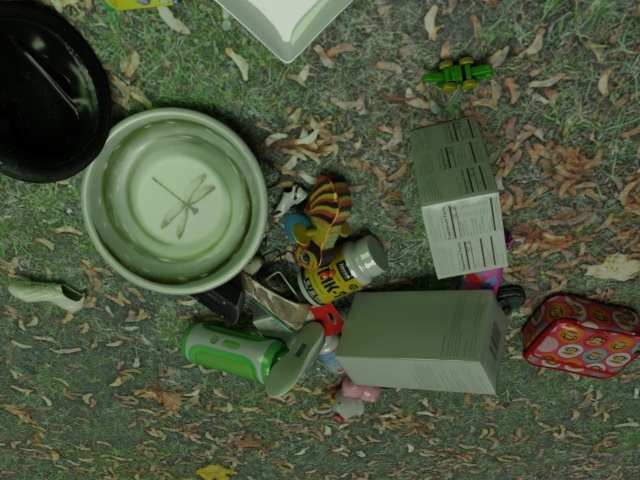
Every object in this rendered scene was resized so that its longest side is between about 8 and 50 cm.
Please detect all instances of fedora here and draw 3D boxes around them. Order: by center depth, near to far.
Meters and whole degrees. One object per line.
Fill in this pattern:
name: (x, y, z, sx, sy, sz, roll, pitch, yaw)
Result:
fedora: (-0.573, -0.276, 1.148, 0.153, 0.334, 0.334, 9, 143, 41)

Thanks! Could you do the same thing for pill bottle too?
pill bottle: (0.056, 0.074, 1.497, 0.209, 0.119, 0.119, -29, 125, 25)
pill bottle: (0.028, 0.309, 1.735, 0.087, 0.087, 0.160, -17, 130, 17)

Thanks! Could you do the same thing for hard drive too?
hard drive: (-0.266, 0.133, 1.514, 0.172, 0.054, 0.254, 35, 160, 2)

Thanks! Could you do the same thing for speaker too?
speaker: (-0.238, 0.309, 1.662, 0.297, 0.131, 0.131, 9, 137, 26)

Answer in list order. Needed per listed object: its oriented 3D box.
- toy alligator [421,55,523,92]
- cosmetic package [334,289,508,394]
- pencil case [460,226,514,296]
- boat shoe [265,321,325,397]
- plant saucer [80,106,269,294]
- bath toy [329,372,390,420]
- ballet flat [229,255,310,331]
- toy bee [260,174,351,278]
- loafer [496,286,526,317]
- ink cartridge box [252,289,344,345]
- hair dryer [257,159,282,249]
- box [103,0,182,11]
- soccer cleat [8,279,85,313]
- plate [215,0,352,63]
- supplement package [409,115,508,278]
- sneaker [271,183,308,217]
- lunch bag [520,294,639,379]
toy alligator: (0.293, -0.323, 1.170, 0.190, 0.056, 0.051, -7, 174, 8)
cosmetic package: (0.252, 0.251, 1.520, 0.385, 0.217, 0.156, -4, 137, 34)
pencil case: (0.405, 0.062, 1.479, 0.105, 0.104, 0.236, 0, 136, 3)
boat shoe: (-0.055, 0.322, 1.574, 0.079, 0.227, 0.081, 24, 156, 32)
plant saucer: (-0.307, -0.085, 1.305, 0.401, 0.100, 0.400, 0, 102, 1)
bath toy: (0.129, 0.436, 1.824, 0.151, 0.129, 0.348, 43, 128, 10)
ballet flat: (-0.158, 0.105, 1.540, 0.316, 0.107, 0.106, 37, 92, -7)
toy bee: (0.000, 0.000, 1.403, 0.195, 0.162, 0.298, -27, 155, -34)
loafer: (0.433, 0.211, 1.629, 0.268, 0.084, 0.096, -24, 127, 23)
ink cartridge box: (-0.053, 0.209, 1.653, 0.231, 0.078, 0.134, -16, 131, 17)
hair dryer: (-0.246, -0.102, 1.396, 0.294, 0.080, 0.223, 8, 111, -7)
box: (-0.333, -0.462, 1.049, 0.179, 0.043, 0.105, 4, 135, 23)
soccer cleat: (-0.738, 0.139, 1.631, 0.196, 0.068, 0.076, 21, 125, -26)
plate: (-0.065, -0.488, 1.032, 0.278, 0.045, 0.277, 36, 126, -27)
supplement package: (0.280, -0.090, 1.237, 0.145, 0.261, 0.204, -11, 131, 13)
sneaker: (-0.079, -0.095, 1.407, 0.109, 0.040, 0.043, -36, 106, 26)
lunch bag: (0.715, 0.282, 1.669, 0.293, 0.120, 0.258, 13, 136, -7)
